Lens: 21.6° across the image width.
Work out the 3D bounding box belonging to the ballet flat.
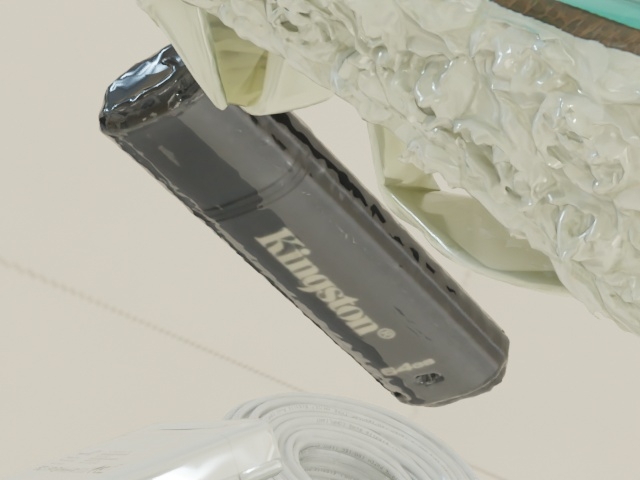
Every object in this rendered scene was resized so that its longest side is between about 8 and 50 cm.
[{"bbox_3d":[0.014,-0.079,0.568,0.147,0.409,0.147,-25,134,-29],"label":"ballet flat"}]

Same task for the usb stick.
[{"bbox_3d":[0.000,0.000,0.833,0.278,0.077,0.045,44,32,-38],"label":"usb stick"}]

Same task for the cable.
[{"bbox_3d":[0.021,0.225,1.413,0.257,0.257,0.089,17,112,-10],"label":"cable"}]

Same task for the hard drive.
[{"bbox_3d":[-0.229,0.202,1.168,0.353,0.233,0.047,-17,92,-27],"label":"hard drive"}]
